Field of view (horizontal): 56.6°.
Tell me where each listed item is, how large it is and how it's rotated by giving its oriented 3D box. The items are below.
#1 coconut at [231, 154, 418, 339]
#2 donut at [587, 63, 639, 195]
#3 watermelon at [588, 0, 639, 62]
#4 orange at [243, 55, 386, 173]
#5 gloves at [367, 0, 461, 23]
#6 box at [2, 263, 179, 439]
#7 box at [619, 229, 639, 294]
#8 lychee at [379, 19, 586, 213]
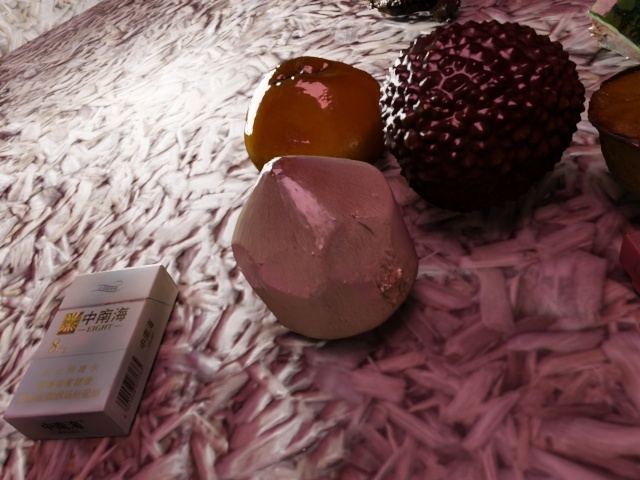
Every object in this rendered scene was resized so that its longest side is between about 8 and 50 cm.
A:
[{"bbox_3d":[0.000,0.000,0.719,0.224,0.234,0.224,-12,46,13],"label":"coconut"},{"bbox_3d":[0.463,-0.126,0.697,0.272,0.107,0.272,-13,34,9],"label":"donut"},{"bbox_3d":[0.559,-0.372,0.981,0.231,0.128,0.146,-38,61,-20],"label":"watermelon"},{"bbox_3d":[-0.008,-0.195,0.967,0.249,0.183,0.249,-13,40,11],"label":"orange"},{"bbox_3d":[0.228,-0.573,1.301,0.210,0.135,0.312,22,57,39],"label":"gloves"},{"bbox_3d":[-0.305,0.147,0.821,0.155,0.067,0.242,-8,44,14],"label":"box"},{"bbox_3d":[0.422,0.026,0.639,0.156,0.060,0.111,-18,43,6],"label":"box"},{"bbox_3d":[0.214,-0.169,0.786,0.268,0.267,0.267,-12,42,11],"label":"lychee"}]
